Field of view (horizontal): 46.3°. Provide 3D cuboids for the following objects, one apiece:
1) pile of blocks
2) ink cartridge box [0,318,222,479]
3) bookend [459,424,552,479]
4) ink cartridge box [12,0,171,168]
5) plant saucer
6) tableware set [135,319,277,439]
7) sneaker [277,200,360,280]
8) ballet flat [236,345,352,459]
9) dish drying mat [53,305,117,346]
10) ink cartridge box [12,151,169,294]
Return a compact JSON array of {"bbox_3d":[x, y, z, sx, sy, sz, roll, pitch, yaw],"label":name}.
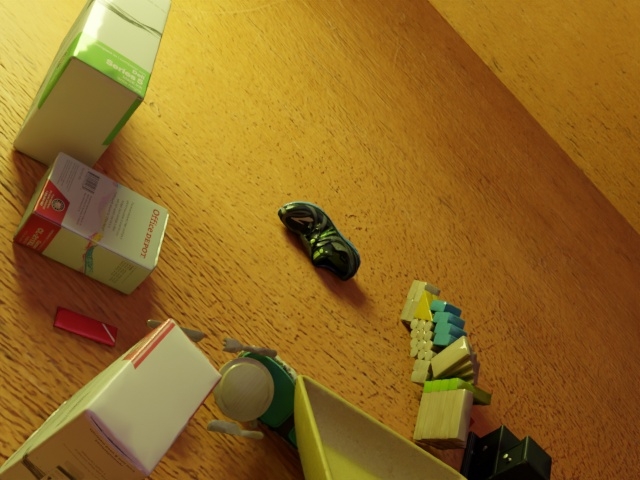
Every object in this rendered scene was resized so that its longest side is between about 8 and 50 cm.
[{"bbox_3d":[0.243,0.218,1.351,0.112,0.149,0.362,28,39,-27],"label":"pile of blocks"},{"bbox_3d":[-0.227,0.200,0.788,0.092,0.218,0.158,50,34,-8],"label":"ink cartridge box"},{"bbox_3d":[0.323,0.374,1.280,0.072,0.157,0.156,44,35,-7],"label":"bookend"},{"bbox_3d":[-0.336,-0.257,1.127,0.114,0.198,0.273,30,39,-26],"label":"ink cartridge box"},{"bbox_3d":[0.099,0.344,0.935,0.333,0.081,0.333,35,7,-16],"label":"plant saucer"},{"bbox_3d":[-0.158,0.192,1.007,0.194,0.039,0.128,17,70,-20],"label":"tableware set"},{"bbox_3d":[0.000,0.000,1.365,0.188,0.067,0.078,44,28,-12],"label":"sneaker"},{"bbox_3d":[-0.038,0.249,1.090,0.241,0.091,0.077,51,4,-4],"label":"ballet flat"},{"bbox_3d":[-0.304,0.112,0.973,0.083,0.008,0.032,27,41,-28],"label":"dish drying mat"},{"bbox_3d":[-0.312,-0.021,1.037,0.175,0.072,0.127,31,38,-24],"label":"ink cartridge box"}]
